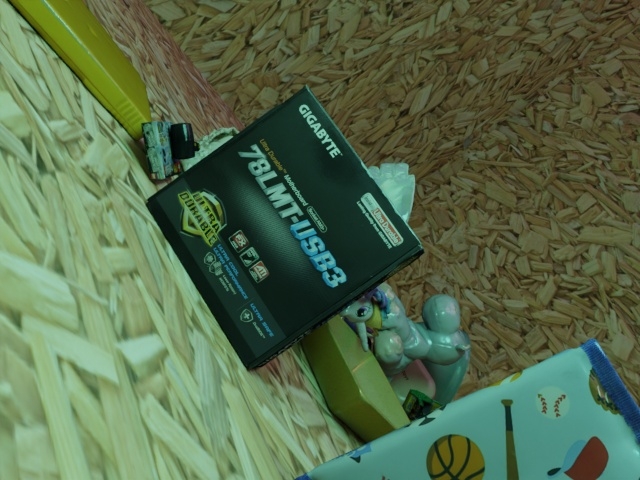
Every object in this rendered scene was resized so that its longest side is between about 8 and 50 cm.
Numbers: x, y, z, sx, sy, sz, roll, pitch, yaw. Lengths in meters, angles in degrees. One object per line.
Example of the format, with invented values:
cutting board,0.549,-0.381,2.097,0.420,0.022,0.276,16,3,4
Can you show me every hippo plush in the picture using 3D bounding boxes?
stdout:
hippo plush,0.247,0.245,1.639,0.234,0.236,0.295,61,25,-85

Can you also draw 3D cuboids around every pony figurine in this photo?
pony figurine,0.000,0.000,1.203,0.363,0.302,0.351,27,54,-46

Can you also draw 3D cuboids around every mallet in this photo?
mallet,-0.237,-0.167,1.211,0.190,0.039,0.063,122,-38,-87

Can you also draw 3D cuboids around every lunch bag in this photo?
lunch bag,0.195,0.315,0.726,0.385,0.327,0.239,62,6,-62

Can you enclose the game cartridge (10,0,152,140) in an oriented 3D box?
game cartridge,-0.419,-0.352,1.164,0.324,0.052,0.285,55,4,-34

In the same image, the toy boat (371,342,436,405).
toy boat,0.209,0.387,1.848,0.231,0.150,0.151,58,-24,31

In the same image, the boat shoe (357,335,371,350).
boat shoe,0.102,0.281,1.705,0.084,0.079,0.233,52,3,6

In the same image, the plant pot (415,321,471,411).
plant pot,0.291,0.365,2.010,0.196,0.293,0.293,27,9,-6

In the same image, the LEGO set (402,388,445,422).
LEGO set,0.265,0.505,1.522,0.254,0.192,0.331,24,6,-7

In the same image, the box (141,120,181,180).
box,-0.268,-0.154,1.128,0.137,0.027,0.094,-95,178,-81

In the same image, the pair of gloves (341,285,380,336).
pair of gloves,0.066,0.103,1.548,0.240,0.042,0.204,-159,-106,-66

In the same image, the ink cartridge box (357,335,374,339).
ink cartridge box,0.064,0.191,1.938,0.231,0.078,0.134,55,4,-4

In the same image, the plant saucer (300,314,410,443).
plant saucer,0.066,0.282,1.332,0.333,0.081,0.333,51,7,-40

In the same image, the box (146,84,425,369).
box,-0.053,-0.020,0.951,0.296,0.293,0.073,56,6,13

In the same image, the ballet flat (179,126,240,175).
ballet flat,-0.217,-0.182,1.438,0.147,0.147,0.409,53,6,-19

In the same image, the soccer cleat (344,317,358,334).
soccer cleat,0.024,0.131,1.802,0.318,0.116,0.109,60,-6,17
